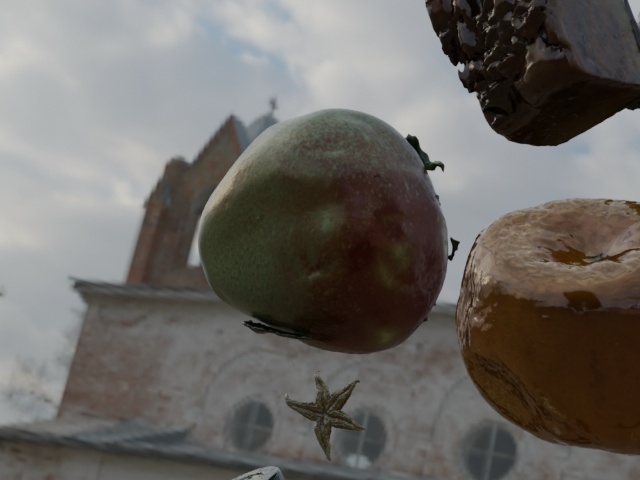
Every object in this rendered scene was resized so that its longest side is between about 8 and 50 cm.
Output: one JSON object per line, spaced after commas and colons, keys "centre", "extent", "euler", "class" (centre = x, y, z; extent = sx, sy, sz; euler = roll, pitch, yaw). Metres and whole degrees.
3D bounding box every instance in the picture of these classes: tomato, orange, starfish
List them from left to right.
{"centre": [0.000, 0.000, 1.452], "extent": [0.303, 0.303, 0.239], "euler": [-3, 5, 41], "class": "tomato"}
{"centre": [0.003, 0.176, 1.245], "extent": [0.092, 0.086, 0.016], "euler": [12, -14, 20], "class": "starfish"}
{"centre": [0.234, 0.077, 0.997], "extent": [0.249, 0.183, 0.249], "euler": [-4, 24, 2], "class": "orange"}

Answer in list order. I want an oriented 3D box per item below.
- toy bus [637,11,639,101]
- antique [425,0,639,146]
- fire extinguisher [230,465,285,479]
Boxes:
{"centre": [0.402, -0.173, 1.190], "extent": [0.202, 0.142, 0.142], "euler": [14, 12, 15], "class": "toy bus"}
{"centre": [0.106, -0.212, 0.753], "extent": [0.093, 0.310, 0.087], "euler": [1, -22, -40], "class": "antique"}
{"centre": [-0.027, 0.448, 1.405], "extent": [0.113, 0.376, 0.200], "euler": [-25, 0, -14], "class": "fire extinguisher"}
